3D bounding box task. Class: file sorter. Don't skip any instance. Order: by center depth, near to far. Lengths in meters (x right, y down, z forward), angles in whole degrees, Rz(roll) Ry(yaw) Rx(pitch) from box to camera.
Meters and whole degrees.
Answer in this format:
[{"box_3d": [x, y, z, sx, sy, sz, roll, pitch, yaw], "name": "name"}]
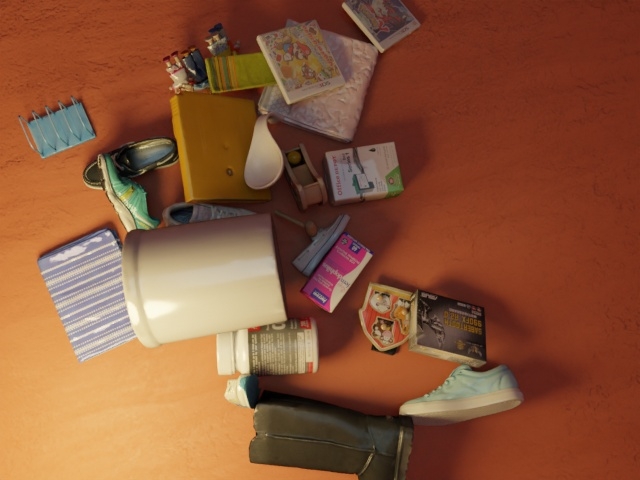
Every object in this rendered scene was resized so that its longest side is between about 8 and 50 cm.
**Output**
[{"box_3d": [-0.776, -0.338, 1.809, 0.170, 0.104, 0.118, -24, 86, -8], "name": "file sorter"}]

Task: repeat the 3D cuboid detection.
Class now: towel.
[{"box_3d": [-0.656, 0.155, 1.792, 0.243, 0.040, 0.336, -24, 86, -7], "name": "towel"}, {"box_3d": [-0.222, -0.505, 1.830, 0.237, 0.021, 0.102, -15, 104, -25], "name": "towel"}, {"box_3d": [-0.004, -0.505, 1.932, 0.317, 0.053, 0.332, 17, 82, -3], "name": "towel"}]

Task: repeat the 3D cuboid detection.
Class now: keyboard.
[{"box_3d": [0.195, 0.251, 1.872, 0.108, 0.023, 0.180, 16, 81, -10], "name": "keyboard"}]

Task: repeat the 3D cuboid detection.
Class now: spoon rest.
[{"box_3d": [-0.161, -0.271, 1.805, 0.137, 0.084, 0.276, -14, 56, 27], "name": "spoon rest"}]

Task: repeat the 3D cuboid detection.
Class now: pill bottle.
[{"box_3d": [-0.151, 0.307, 1.760, 0.283, 0.161, 0.161, -2, 83, -6], "name": "pill bottle"}]

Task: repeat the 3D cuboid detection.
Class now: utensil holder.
[{"box_3d": [-0.299, 0.103, 1.671, 0.385, 0.327, 0.328, -8, 84, -2], "name": "utensil holder"}]

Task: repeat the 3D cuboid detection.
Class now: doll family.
[{"box_3d": [-0.336, -0.519, 1.852, 0.263, 0.118, 0.163, -35, 129, -8], "name": "doll family"}]

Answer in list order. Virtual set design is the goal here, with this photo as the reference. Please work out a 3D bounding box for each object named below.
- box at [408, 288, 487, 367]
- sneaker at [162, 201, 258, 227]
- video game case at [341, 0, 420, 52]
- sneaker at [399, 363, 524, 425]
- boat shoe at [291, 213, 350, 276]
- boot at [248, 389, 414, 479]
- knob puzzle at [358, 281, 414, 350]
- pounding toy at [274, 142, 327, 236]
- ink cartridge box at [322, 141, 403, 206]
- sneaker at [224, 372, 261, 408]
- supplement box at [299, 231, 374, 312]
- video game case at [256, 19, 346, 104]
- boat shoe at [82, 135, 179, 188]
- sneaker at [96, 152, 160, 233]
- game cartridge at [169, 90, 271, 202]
[{"box_3d": [0.376, 0.261, 1.817, 0.231, 0.056, 0.183, 16, 54, -11], "name": "box"}, {"box_3d": [-0.312, -0.051, 1.795, 0.305, 0.152, 0.114, 4, 81, -6], "name": "sneaker"}, {"box_3d": [0.197, -0.724, 1.972, 0.183, 0.023, 0.201, -39, 87, -23], "name": "video game case"}, {"box_3d": [0.406, 0.453, 1.833, 0.366, 0.135, 0.150, -9, 53, -1], "name": "sneaker"}, {"box_3d": [0.000, 0.000, 1.852, 0.076, 0.083, 0.226, 36, 82, -1], "name": "boat shoe"}, {"box_3d": [0.013, 0.641, 1.741, 0.445, 0.146, 0.367, 9, 88, -3], "name": "boot"}, {"box_3d": [0.208, 0.238, 1.848, 0.213, 0.030, 0.213, 1, 85, -12], "name": "knob puzzle"}, {"box_3d": [-0.074, -0.150, 1.806, 0.155, 0.154, 0.269, -19, 68, -8], "name": "pounding toy"}, {"box_3d": [0.127, -0.202, 1.885, 0.219, 0.092, 0.160, -10, 83, -7], "name": "ink cartridge box"}, {"box_3d": [-0.221, 0.421, 1.706, 0.092, 0.229, 0.087, 12, 64, 3], "name": "sneaker"}, {"box_3d": [0.047, 0.096, 1.831, 0.111, 0.114, 0.220, 36, 83, -1], "name": "supplement box"}, {"box_3d": [-0.056, -0.546, 1.867, 0.206, 0.026, 0.227, -24, 85, -22], "name": "video game case"}, {"box_3d": [-0.566, -0.239, 1.823, 0.302, 0.091, 0.114, -24, 86, -8], "name": "boat shoe"}, {"box_3d": [-0.562, -0.135, 1.783, 0.110, 0.107, 0.275, -31, 117, -16], "name": "sneaker"}, {"box_3d": [-0.290, -0.269, 1.800, 0.285, 0.052, 0.324, -3, 78, -44], "name": "game cartridge"}]
